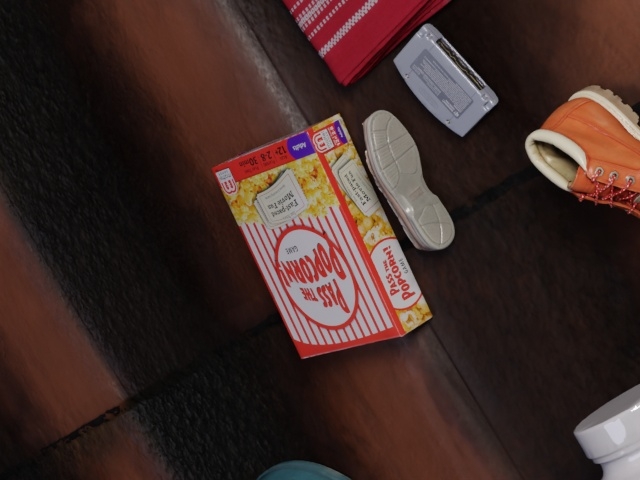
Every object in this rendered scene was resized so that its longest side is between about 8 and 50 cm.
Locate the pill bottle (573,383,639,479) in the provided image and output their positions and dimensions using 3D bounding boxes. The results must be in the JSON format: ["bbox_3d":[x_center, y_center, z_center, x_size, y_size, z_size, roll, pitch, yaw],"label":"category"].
[{"bbox_3d":[0.291,0.229,1.290,0.264,0.146,0.146,58,142,2],"label":"pill bottle"}]

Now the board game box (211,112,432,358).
[{"bbox_3d":[0.000,0.000,1.549,0.147,0.045,0.193,-18,99,52],"label":"board game box"}]

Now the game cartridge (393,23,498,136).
[{"bbox_3d":[0.096,-0.123,1.382,0.083,0.017,0.056,49,138,4],"label":"game cartridge"}]

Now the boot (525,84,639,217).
[{"bbox_3d":[0.217,-0.039,1.254,0.158,0.084,0.059,41,136,21],"label":"boot"}]

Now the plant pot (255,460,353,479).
[{"bbox_3d":[-0.062,0.390,1.696,0.271,0.255,0.272,27,132,35],"label":"plant pot"}]

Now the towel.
[{"bbox_3d":[-0.003,-0.274,1.391,0.275,0.031,0.199,56,142,5],"label":"towel"}]

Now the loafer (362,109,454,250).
[{"bbox_3d":[0.064,-0.046,1.453,0.039,0.045,0.125,-19,101,58],"label":"loafer"}]
